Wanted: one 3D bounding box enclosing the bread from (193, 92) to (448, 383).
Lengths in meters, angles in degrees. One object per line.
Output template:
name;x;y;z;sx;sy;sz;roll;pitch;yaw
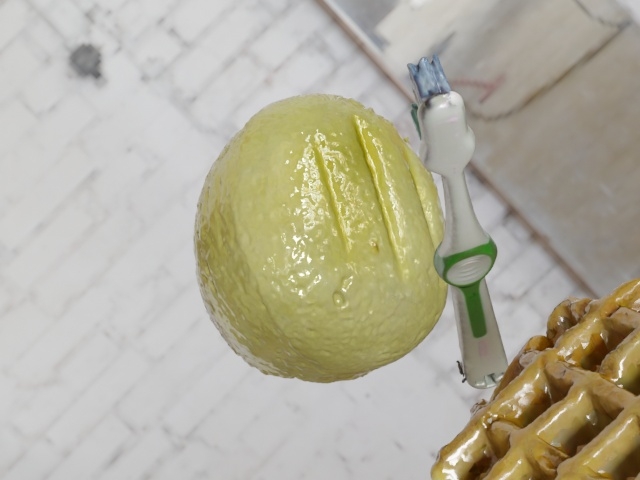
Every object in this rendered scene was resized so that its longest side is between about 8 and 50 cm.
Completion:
bread;0.005;-0.004;1.660;0.320;0.320;0.237;-50;5;-31

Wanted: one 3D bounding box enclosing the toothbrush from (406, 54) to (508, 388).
toothbrush;0.094;0.017;0.943;0.042;0.040;0.418;-20;-30;1

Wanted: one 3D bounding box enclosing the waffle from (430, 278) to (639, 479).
waffle;0.162;0.063;0.633;0.253;0.056;0.249;-17;27;41
